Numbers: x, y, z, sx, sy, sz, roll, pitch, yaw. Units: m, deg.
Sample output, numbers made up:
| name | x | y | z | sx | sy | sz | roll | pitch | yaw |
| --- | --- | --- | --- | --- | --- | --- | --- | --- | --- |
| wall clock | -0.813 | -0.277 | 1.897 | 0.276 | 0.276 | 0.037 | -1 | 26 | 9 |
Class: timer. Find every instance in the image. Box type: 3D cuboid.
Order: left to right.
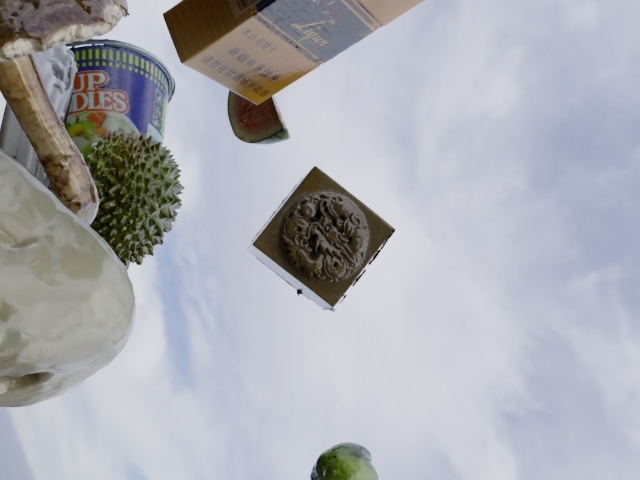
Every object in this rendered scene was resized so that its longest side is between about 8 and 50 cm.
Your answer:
| name | x | y | z | sx | sy | sz | roll | pitch | yaw |
| --- | --- | --- | --- | --- | --- | --- | --- | --- | --- |
| timer | -0.449 | -0.182 | 1.304 | 0.262 | 0.087 | 0.237 | -100 | -150 | -54 |

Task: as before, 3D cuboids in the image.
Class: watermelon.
| name | x | y | z | sx | sy | sz | roll | pitch | yaw |
| --- | --- | --- | --- | --- | --- | --- | --- | --- | --- |
| watermelon | -0.076 | -0.181 | 1.149 | 0.087 | 0.069 | 0.163 | -41 | -129 | 32 |

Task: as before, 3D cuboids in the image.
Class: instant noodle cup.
| name | x | y | z | sx | sy | sz | roll | pitch | yaw |
| --- | --- | --- | --- | --- | --- | --- | --- | --- | --- |
| instant noodle cup | -0.407 | -0.168 | 1.552 | 0.284 | 0.284 | 0.313 | 123 | -35 | -59 |

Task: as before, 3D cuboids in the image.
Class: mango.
| name | x | y | z | sx | sy | sz | roll | pitch | yaw |
| --- | --- | --- | --- | --- | --- | --- | --- | --- | --- |
| mango | 0.029 | 0.305 | 1.056 | 0.165 | 0.091 | 0.074 | 67 | 17 | -61 |

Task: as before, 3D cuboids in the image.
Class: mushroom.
| name | x | y | z | sx | sy | sz | roll | pitch | yaw |
| --- | --- | --- | --- | --- | --- | --- | --- | --- | --- |
| mushroom | -0.246 | -0.138 | 0.774 | 0.233 | 0.208 | 0.301 | 14 | -17 | 39 |

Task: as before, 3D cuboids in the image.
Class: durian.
| name | x | y | z | sx | sy | sz | roll | pitch | yaw |
| --- | --- | --- | --- | --- | --- | --- | --- | --- | --- |
| durian | -0.308 | -0.056 | 1.282 | 0.176 | 0.200 | 0.237 | 41 | -44 | -5 |

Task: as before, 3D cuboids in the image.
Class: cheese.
| name | x | y | z | sx | sy | sz | roll | pitch | yaw |
| --- | --- | --- | --- | --- | --- | --- | --- | --- | --- |
| cheese | -0.284 | 0.061 | 0.679 | 0.173 | 0.248 | 0.251 | -41 | -156 | 24 |

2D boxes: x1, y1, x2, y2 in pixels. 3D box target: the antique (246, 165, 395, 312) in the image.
| name | x | y | z | sx | sy | sz | roll | pitch | yaw |
| --- | --- | --- | --- | --- | --- | --- | --- | --- | --- |
| antique | 0.000 | 0.000 | 1.151 | 0.152 | 0.147 | 0.148 | 38 | -10 | -4 |

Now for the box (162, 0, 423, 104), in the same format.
| name | x | y | z | sx | sy | sz | roll | pitch | yaw |
| --- | --- | --- | --- | --- | --- | --- | --- | --- | --- |
| box | -0.016 | -0.239 | 0.823 | 0.237 | 0.152 | 0.070 | -27 | -108 | 19 |
